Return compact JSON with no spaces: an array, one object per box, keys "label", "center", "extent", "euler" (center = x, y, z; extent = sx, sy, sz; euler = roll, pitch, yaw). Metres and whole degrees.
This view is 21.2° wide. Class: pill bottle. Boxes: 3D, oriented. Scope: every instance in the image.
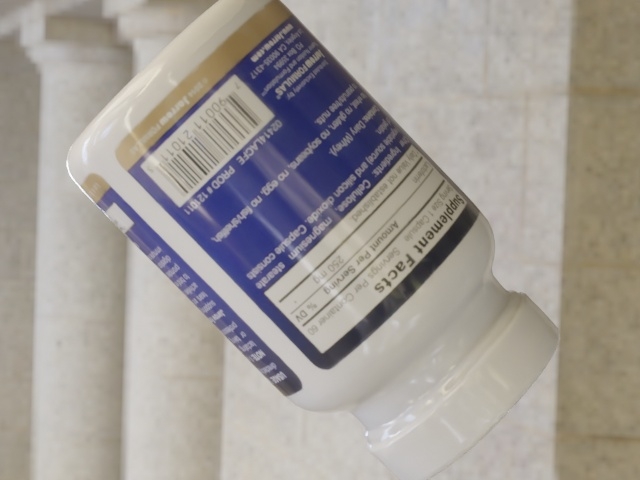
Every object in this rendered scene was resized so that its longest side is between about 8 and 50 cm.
[{"label":"pill bottle","center":[0.000,0.000,0.952],"extent":[0.265,0.153,0.153],"euler":[47,-176,-4]}]
